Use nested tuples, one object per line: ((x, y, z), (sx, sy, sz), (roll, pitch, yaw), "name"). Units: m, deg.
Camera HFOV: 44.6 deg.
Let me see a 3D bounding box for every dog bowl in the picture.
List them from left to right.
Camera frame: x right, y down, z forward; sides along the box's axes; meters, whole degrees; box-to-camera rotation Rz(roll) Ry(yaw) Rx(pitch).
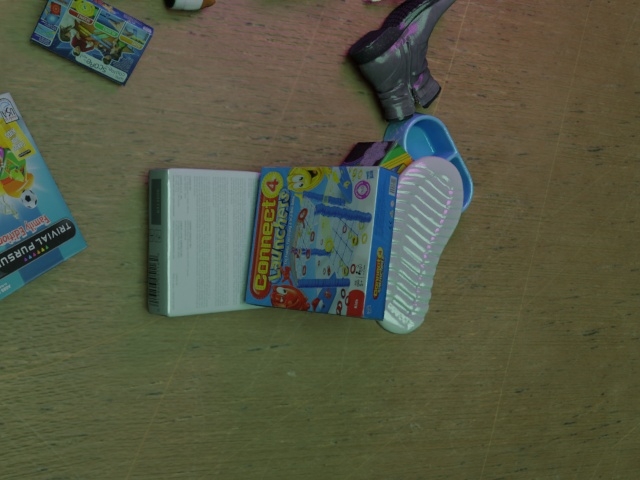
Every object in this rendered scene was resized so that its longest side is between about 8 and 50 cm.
((0.276, -0.183, 1.939), (0.166, 0.074, 0.297), (-36, 106, -20), "dog bowl")

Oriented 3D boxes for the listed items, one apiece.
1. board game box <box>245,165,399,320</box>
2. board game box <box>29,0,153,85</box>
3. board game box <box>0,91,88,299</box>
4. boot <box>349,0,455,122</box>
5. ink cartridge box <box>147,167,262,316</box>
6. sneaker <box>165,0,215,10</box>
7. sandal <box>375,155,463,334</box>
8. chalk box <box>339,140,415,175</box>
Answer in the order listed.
((0.000, 0.000, 1.641), (0.086, 0.302, 0.308), (13, 81, -55), "board game box")
((-0.454, -0.410, 1.554), (0.201, 0.035, 0.136), (25, 123, -25), "board game box")
((-0.608, -0.080, 1.441), (0.336, 0.079, 0.254), (66, 31, -13), "board game box")
((0.239, -0.456, 1.905), (0.338, 0.118, 0.222), (-40, 115, -12), "boot")
((-0.196, 0.000, 1.735), (0.385, 0.091, 0.308), (-2, 93, -43), "ink cartridge box")
((-0.270, -0.635, 1.648), (0.123, 0.106, 0.290), (-7, 105, -31), "sneaker")
((0.187, 0.002, 1.694), (0.169, 0.102, 0.416), (26, 70, -14), "sandal")
((0.104, -0.064, 1.800), (0.179, 0.180, 0.289), (42, 76, -25), "chalk box")
